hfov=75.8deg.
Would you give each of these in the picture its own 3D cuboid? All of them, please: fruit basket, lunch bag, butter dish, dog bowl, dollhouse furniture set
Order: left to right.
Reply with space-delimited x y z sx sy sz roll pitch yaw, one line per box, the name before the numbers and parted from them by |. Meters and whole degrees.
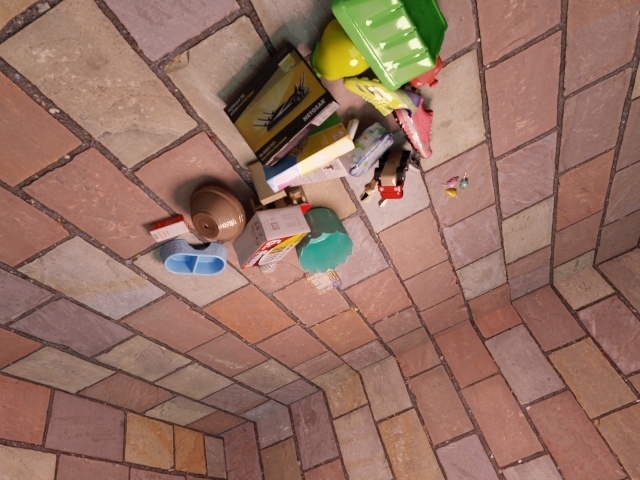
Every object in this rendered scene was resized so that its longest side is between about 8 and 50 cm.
dog bowl | -0.560 0.084 1.840 0.296 0.074 0.166 6 133 -28
dollhouse furniture set | -0.187 -0.203 1.662 0.211 0.161 0.242 -22 162 3
lunch bag | 0.185 -0.347 1.597 0.219 0.090 0.176 -46 169 15
fruit basket | 0.145 -0.638 1.249 0.391 0.283 0.392 19 165 5
butter dish | 0.358 -0.577 1.402 0.159 0.160 0.118 -36 106 18

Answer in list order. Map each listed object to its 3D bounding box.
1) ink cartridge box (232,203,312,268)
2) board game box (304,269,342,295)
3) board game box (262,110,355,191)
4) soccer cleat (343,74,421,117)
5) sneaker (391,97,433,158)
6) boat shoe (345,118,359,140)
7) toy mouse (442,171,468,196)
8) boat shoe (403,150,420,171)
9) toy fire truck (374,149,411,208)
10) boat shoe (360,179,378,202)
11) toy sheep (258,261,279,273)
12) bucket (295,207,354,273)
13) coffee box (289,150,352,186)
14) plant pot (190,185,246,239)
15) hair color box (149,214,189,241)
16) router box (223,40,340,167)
ink cartridge box | -0.184 -0.017 1.725 0.271 0.130 0.309 -13 163 -34
board game box | 0.019 0.212 2.239 0.146 0.045 0.194 -25 139 6
board game box | -0.063 -0.337 1.450 0.316 0.242 0.064 -28 138 9
soccer cleat | 0.215 -0.504 1.447 0.288 0.093 0.121 9 116 -11
sneaker | 0.399 -0.443 1.619 0.136 0.116 0.314 -34 138 14
boat shoe | 0.074 -0.374 1.585 0.075 0.083 0.226 23 128 -4
toy mouse | 0.664 -0.268 1.984 0.160 0.031 0.143 14 129 -34
boat shoe | 0.394 -0.342 1.780 0.142 0.049 0.040 23 123 -36
toy fire truck | 0.292 -0.227 1.711 0.158 0.217 0.247 2 129 22
boat shoe | 0.221 -0.220 1.841 0.045 0.050 0.135 -1 136 -29
toy sheep | -0.250 0.116 1.995 0.091 0.091 0.132 21 131 -38
bucket | 0.000 0.000 1.881 0.280 0.183 0.281 -15 140 -12
coffee box | -0.017 -0.300 1.517 0.246 0.141 0.098 -7 146 28
plant pot | -0.417 -0.083 1.598 0.237 0.110 0.238 11 129 14
hair color box | -0.620 -0.049 1.690 0.141 0.043 0.072 -19 140 -4
router box | -0.130 -0.427 1.323 0.308 0.243 0.081 -39 172 20
